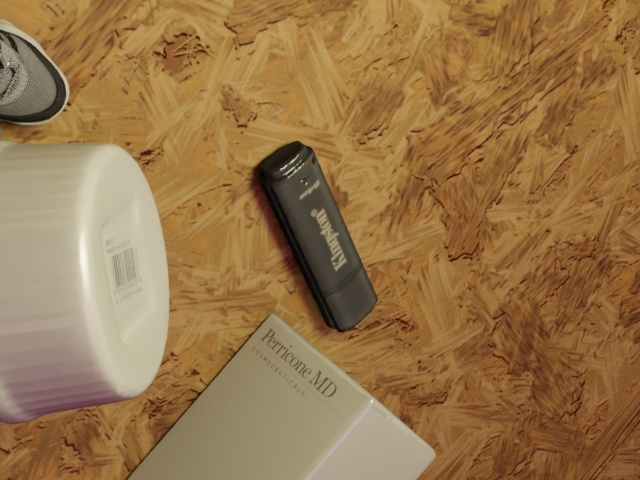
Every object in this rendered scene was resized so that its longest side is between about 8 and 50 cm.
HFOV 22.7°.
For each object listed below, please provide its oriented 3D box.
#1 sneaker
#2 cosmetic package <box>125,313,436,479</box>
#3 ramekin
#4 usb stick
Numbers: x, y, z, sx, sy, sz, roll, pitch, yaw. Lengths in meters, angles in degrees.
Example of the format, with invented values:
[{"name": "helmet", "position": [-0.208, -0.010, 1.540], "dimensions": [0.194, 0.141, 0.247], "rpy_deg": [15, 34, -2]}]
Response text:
[{"name": "sneaker", "position": [-0.325, -0.160, 1.492], "dimensions": [0.269, 0.153, 0.101], "rpy_deg": [29, 96, -44]}, {"name": "cosmetic package", "position": [-0.107, 0.339, 1.901], "dimensions": [0.453, 0.230, 0.161], "rpy_deg": [-49, 133, -4]}, {"name": "ramekin", "position": [-0.244, 0.034, 1.534], "dimensions": [0.135, 0.277, 0.277], "rpy_deg": [-5, 128, 12]}, {"name": "usb stick", "position": [0.000, 0.000, 1.909], "dimensions": [0.077, 0.045, 0.278], "rpy_deg": [-36, 131, -14]}]
